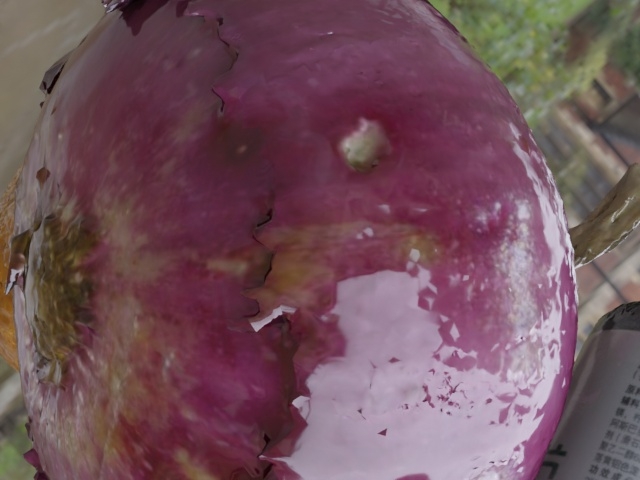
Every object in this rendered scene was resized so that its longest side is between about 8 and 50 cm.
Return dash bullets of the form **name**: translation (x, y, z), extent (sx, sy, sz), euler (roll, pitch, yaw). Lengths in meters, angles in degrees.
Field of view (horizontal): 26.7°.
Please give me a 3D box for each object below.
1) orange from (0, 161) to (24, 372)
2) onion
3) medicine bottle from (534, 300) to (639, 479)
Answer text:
- **orange**: translation (-0.163, 0.009, 1.313), extent (0.340, 0.293, 0.340), euler (-45, -157, 25)
- **onion**: translation (-0.013, 0.039, 0.719), extent (0.358, 0.345, 0.358), euler (-32, -137, 36)
- **medicine bottle**: translation (0.182, 0.135, 0.723), extent (0.293, 0.141, 0.141), euler (-60, -175, -17)
